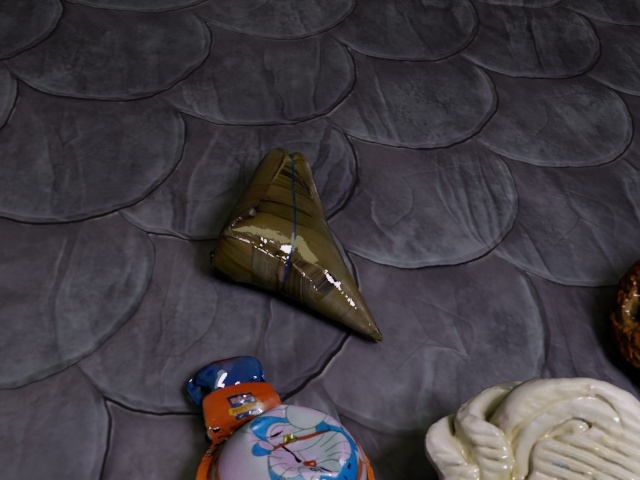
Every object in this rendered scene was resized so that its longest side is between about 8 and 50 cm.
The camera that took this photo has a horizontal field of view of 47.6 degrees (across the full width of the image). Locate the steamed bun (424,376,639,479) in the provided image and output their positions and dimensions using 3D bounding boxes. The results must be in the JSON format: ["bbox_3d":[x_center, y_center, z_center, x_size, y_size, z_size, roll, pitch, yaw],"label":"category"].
[{"bbox_3d":[0.278,0.298,0.846,0.268,0.207,0.280,-18,72,13],"label":"steamed bun"}]

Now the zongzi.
[{"bbox_3d":[0.000,0.000,1.135,0.289,0.123,0.260,25,44,-2],"label":"zongzi"}]

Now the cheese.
[{"bbox_3d":[-0.061,0.255,0.872,0.217,0.129,0.329,-9,32,-27],"label":"cheese"}]

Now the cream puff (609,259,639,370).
[{"bbox_3d":[0.604,0.108,1.091,0.303,0.212,0.303,8,39,-7],"label":"cream puff"}]
